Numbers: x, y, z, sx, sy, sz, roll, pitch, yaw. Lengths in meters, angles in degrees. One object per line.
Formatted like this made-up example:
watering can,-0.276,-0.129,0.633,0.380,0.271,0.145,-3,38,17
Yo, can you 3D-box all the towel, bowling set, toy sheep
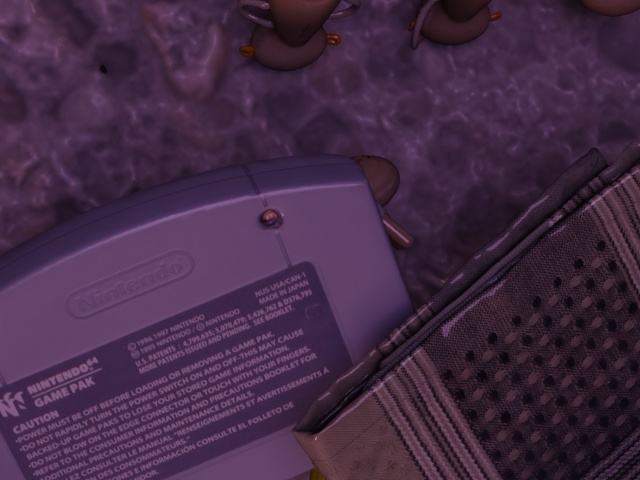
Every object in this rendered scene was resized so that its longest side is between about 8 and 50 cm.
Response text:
towel,0.168,0.118,0.995,0.312,0.056,0.324,-38,121,-10
bowling set,0.081,-0.228,1.021,0.287,0.154,0.200,-4,69,-11
toy sheep,0.000,0.000,1.000,0.091,0.091,0.132,42,85,-7

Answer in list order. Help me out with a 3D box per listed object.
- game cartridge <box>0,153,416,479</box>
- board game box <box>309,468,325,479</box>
game cartridge,-0.090,0.069,0.935,0.294,0.060,0.196,-22,120,-4
board game box,0.031,0.216,1.012,0.092,0.043,0.181,11,84,-11
